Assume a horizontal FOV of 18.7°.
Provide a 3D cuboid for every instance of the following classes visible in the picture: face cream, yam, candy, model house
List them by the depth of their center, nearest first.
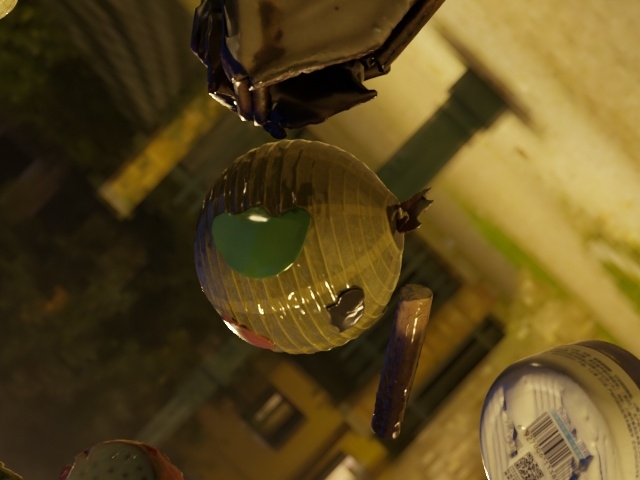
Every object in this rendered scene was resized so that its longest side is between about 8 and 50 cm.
[{"bbox_3d":[-0.143,0.188,1.357,0.103,0.103,0.043,43,174,40],"label":"candy"},{"bbox_3d":[0.068,0.104,1.640,0.032,0.145,0.032,8,-150,-5],"label":"yam"},{"bbox_3d":[0.021,-0.231,1.893,0.282,0.297,0.317,113,155,-67],"label":"model house"},{"bbox_3d":[0.266,0.213,2.040,0.111,0.206,0.206,-15,-133,-40],"label":"face cream"}]

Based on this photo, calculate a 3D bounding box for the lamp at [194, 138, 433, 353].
[{"bbox_3d":[0.000,0.000,2.202,0.250,0.284,0.250,-16,-90,-74],"label":"lamp"}]

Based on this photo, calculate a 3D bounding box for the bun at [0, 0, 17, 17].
[{"bbox_3d":[-0.299,-0.302,1.710,0.220,0.134,0.220,-9,-90,-78],"label":"bun"}]

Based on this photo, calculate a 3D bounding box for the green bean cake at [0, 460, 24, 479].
[{"bbox_3d":[-0.365,0.352,1.794,0.308,0.300,0.169,28,145,37],"label":"green bean cake"}]
